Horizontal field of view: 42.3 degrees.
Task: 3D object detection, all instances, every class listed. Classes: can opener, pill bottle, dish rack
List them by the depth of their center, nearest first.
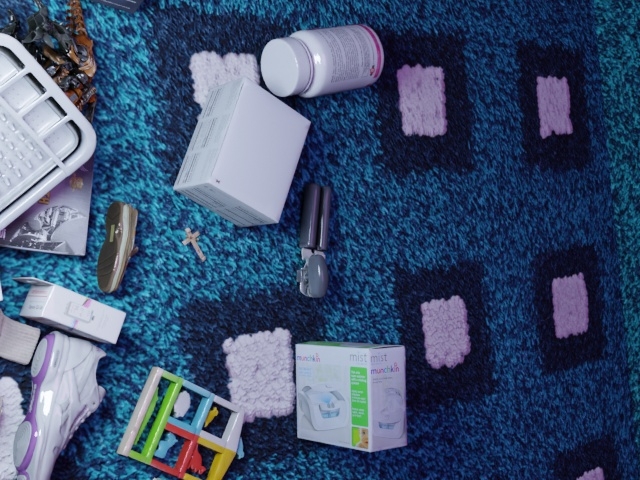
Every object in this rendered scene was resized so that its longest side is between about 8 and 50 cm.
[{"bbox_3d":[-0.586,-0.168,1.409,0.333,0.072,0.286,-42,132,-7],"label":"dish rack"},{"bbox_3d":[0.005,-0.434,2.005,0.283,0.160,0.161,-19,99,-40],"label":"pill bottle"},{"bbox_3d":[0.000,0.000,2.011,0.076,0.095,0.284,12,80,-40],"label":"can opener"}]

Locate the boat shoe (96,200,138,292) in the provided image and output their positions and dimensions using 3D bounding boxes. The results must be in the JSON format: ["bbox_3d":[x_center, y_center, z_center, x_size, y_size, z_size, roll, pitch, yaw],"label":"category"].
[{"bbox_3d":[-0.402,0.017,1.685,0.072,0.068,0.190,23,72,-50],"label":"boat shoe"}]

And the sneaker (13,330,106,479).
[{"bbox_3d":[-0.482,0.331,1.556,0.152,0.114,0.305,20,74,-37],"label":"sneaker"}]

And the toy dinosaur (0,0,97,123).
[{"bbox_3d":[-0.511,-0.339,1.588,0.218,0.164,0.322,39,24,-48],"label":"toy dinosaur"}]

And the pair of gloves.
[{"bbox_3d":[-0.632,0.224,1.483,0.204,0.042,0.240,37,63,-32],"label":"pair of gloves"}]

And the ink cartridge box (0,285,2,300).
[{"bbox_3d":[-0.638,0.050,1.369,0.190,0.082,0.140,-10,89,-25],"label":"ink cartridge box"}]

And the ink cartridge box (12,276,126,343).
[{"bbox_3d":[-0.487,0.133,1.567,0.198,0.115,0.067,29,69,-35],"label":"ink cartridge box"}]

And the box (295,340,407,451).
[{"bbox_3d":[0.071,0.356,1.937,0.126,0.262,0.231,1,87,-40],"label":"box"}]

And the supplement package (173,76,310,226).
[{"bbox_3d":[-0.171,-0.191,1.845,0.204,0.145,0.262,30,68,-35],"label":"supplement package"}]

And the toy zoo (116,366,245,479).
[{"bbox_3d":[-0.276,0.417,1.783,0.293,0.030,0.192,35,65,-33],"label":"toy zoo"}]

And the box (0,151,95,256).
[{"bbox_3d":[-0.535,-0.092,1.581,0.183,0.056,0.231,10,80,-40],"label":"box"}]

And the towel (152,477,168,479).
[{"bbox_3d":[-0.323,0.584,1.736,0.113,0.023,0.152,25,71,-36],"label":"towel"}]

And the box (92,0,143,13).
[{"bbox_3d":[-0.393,-0.567,1.625,0.153,0.207,0.108,9,58,-41],"label":"box"}]

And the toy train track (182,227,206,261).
[{"bbox_3d":[-0.274,0.009,1.826,0.048,0.014,0.083,-40,113,-35],"label":"toy train track"}]
